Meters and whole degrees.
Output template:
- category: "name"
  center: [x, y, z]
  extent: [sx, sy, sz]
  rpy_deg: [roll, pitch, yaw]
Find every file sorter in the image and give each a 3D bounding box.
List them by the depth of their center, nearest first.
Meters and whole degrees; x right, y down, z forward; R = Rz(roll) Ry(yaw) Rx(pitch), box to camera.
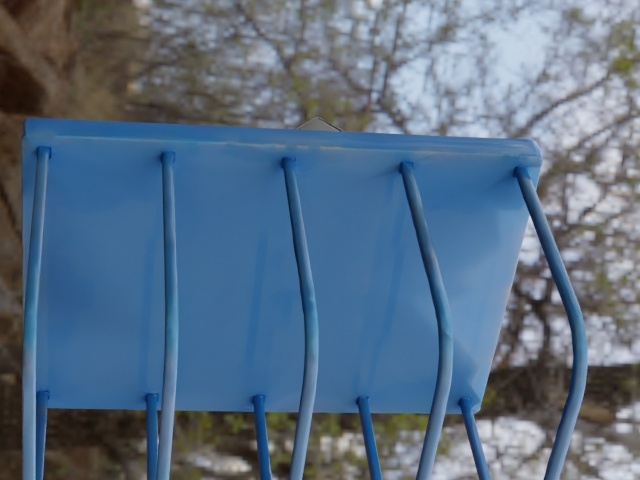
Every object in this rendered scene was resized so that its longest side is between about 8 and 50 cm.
- category: "file sorter"
  center: [-0.013, 0.040, 0.462]
  extent: [0.104, 0.170, 0.118]
  rpy_deg: [-99, -166, -53]

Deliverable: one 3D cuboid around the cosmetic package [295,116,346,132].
- category: "cosmetic package"
  center: [0.000, 0.000, 0.746]
  extent: [0.041, 0.060, 0.115]
  rpy_deg: [34, -31, 40]
